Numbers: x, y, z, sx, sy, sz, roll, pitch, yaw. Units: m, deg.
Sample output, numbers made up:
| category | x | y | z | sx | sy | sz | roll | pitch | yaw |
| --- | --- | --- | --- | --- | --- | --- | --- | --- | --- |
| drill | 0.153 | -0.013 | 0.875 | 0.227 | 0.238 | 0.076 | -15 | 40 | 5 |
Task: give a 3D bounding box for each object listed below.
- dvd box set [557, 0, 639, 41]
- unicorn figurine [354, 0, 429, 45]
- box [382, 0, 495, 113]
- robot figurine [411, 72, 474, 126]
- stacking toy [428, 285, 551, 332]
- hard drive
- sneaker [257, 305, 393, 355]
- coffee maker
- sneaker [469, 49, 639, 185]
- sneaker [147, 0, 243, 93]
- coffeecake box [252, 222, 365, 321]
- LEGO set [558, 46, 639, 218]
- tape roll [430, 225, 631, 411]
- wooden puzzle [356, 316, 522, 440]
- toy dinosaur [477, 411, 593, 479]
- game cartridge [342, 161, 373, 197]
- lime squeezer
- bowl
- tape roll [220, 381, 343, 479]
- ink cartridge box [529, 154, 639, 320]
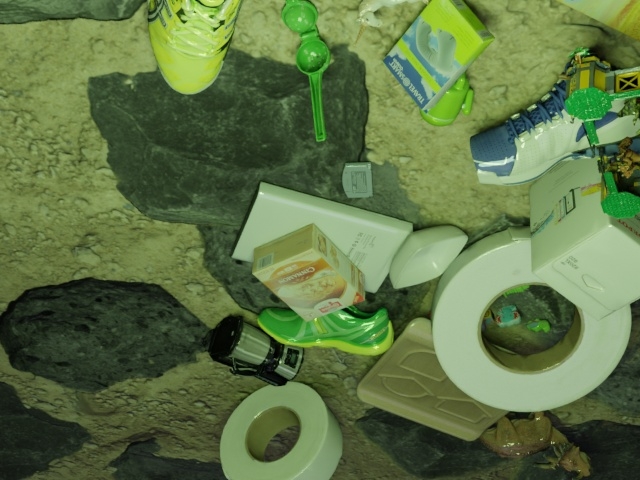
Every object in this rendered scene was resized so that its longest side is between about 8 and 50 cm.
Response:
| category | x | y | z | sx | sy | sz | roll | pitch | yaw |
| --- | --- | --- | --- | --- | --- | --- | --- | --- | --- |
| dvd box set | 0.480 | -0.426 | 1.244 | 0.420 | 0.062 | 0.307 | 20 | 136 | -18 |
| unicorn figurine | 0.107 | -0.374 | 1.342 | 0.111 | 0.060 | 0.162 | 5 | 125 | 12 |
| box | 0.173 | -0.287 | 1.396 | 0.109 | 0.042 | 0.178 | 53 | 133 | 12 |
| robot figurine | 0.201 | -0.234 | 1.477 | 0.101 | 0.067 | 0.115 | 11 | 138 | -7 |
| stacking toy | 0.365 | 0.173 | 1.936 | 0.221 | 0.052 | 0.167 | -19 | 134 | 23 |
| hard drive | 0.000 | 0.000 | 1.776 | 0.307 | 0.040 | 0.203 | 15 | 137 | -12 |
| sneaker | 0.012 | 0.166 | 1.936 | 0.295 | 0.109 | 0.123 | 5 | 103 | 12 |
| coffee maker | -0.147 | 0.243 | 2.019 | 0.178 | 0.120 | 0.171 | 28 | 178 | -26 |
| sneaker | 0.392 | -0.212 | 1.461 | 0.315 | 0.127 | 0.182 | -12 | 133 | 7 |
| sneaker | -0.182 | -0.353 | 1.313 | 0.145 | 0.147 | 0.385 | 10 | 139 | -9 |
| coffeecake box | -0.021 | 0.067 | 1.772 | 0.142 | 0.068 | 0.185 | -23 | 133 | 26 |
| LEGO set | 0.493 | -0.200 | 1.323 | 0.255 | 0.192 | 0.331 | -14 | 135 | 33 |
| tape roll | 0.411 | 0.159 | 1.791 | 0.392 | 0.072 | 0.392 | 1 | 114 | 3 |
| wooden puzzle | 0.283 | 0.300 | 2.010 | 0.322 | 0.080 | 0.348 | 21 | 140 | -7 |
| toy dinosaur | 0.486 | 0.478 | 2.159 | 0.295 | 0.200 | 0.127 | -9 | 137 | 15 |
| game cartridge | 0.068 | -0.112 | 1.664 | 0.056 | 0.017 | 0.083 | -3 | 138 | 3 |
| lime squeezer | -0.035 | -0.312 | 1.390 | 0.059 | 0.110 | 0.310 | -6 | 109 | 34 |
| bowl | 0.202 | 0.024 | 1.750 | 0.142 | 0.053 | 0.142 | -12 | 148 | -33 |
| tape roll | -0.094 | 0.480 | 2.142 | 0.286 | 0.286 | 0.100 | -14 | 136 | 19 |
| ink cartridge box | 0.480 | -0.020 | 1.561 | 0.171 | 0.233 | 0.168 | 33 | 131 | -20 |
